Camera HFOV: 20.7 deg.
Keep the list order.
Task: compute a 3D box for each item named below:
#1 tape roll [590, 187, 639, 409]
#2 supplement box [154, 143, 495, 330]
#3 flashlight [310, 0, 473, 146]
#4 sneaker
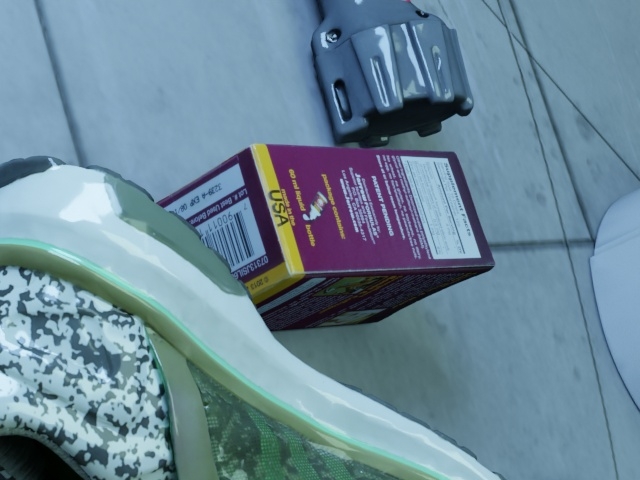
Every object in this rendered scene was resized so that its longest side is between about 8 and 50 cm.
[{"bbox_3d":[0.351,0.044,1.349,0.246,0.169,0.246,26,51,-38],"label":"tape roll"},{"bbox_3d":[0.000,0.000,1.030,0.188,0.104,0.080,-1,70,-49],"label":"supplement box"},{"bbox_3d":[0.032,-0.219,1.198,0.103,0.103,0.304,5,64,-50],"label":"flashlight"},{"bbox_3d":[-0.050,0.150,0.877,0.410,0.158,0.182,39,54,-16],"label":"sneaker"}]
